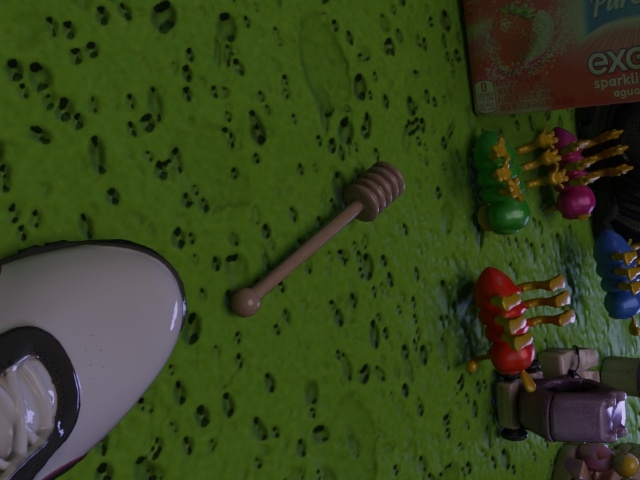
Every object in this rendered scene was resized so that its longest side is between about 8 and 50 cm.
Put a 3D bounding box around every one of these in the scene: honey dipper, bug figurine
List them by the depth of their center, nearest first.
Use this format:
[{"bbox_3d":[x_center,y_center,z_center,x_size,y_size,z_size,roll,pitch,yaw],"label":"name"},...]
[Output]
[{"bbox_3d":[0.000,0.000,0.505,0.161,0.030,0.030,-43,118,-34],"label":"honey dipper"},{"bbox_3d":[0.210,0.003,0.686,0.279,0.072,0.216,-12,90,-41],"label":"bug figurine"}]

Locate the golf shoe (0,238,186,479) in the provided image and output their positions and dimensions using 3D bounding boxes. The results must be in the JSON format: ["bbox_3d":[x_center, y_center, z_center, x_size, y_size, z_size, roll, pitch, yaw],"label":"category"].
[{"bbox_3d":[-0.141,0.081,0.297,0.273,0.120,0.105,-34,111,-42],"label":"golf shoe"}]

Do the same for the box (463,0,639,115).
[{"bbox_3d":[0.276,-0.185,0.594,0.154,0.300,0.142,-21,106,-43],"label":"box"}]

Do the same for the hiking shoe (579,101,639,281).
[{"bbox_3d":[0.343,-0.047,0.788,0.086,0.114,0.226,-33,111,-30],"label":"hiking shoe"}]

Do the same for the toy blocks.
[{"bbox_3d":[0.345,0.249,0.687,0.289,0.260,0.308,-10,97,-45],"label":"toy blocks"}]
